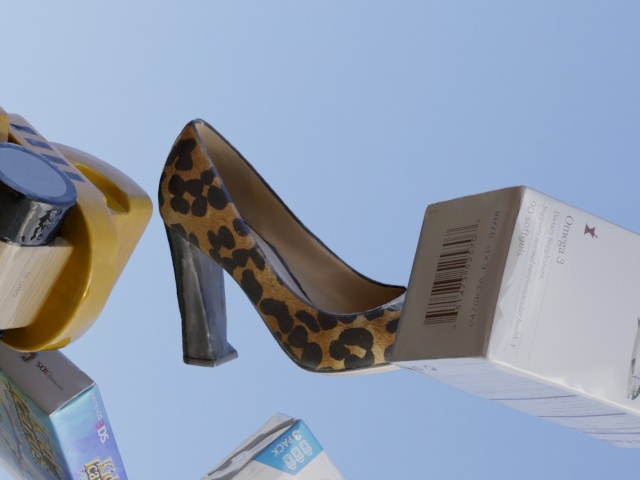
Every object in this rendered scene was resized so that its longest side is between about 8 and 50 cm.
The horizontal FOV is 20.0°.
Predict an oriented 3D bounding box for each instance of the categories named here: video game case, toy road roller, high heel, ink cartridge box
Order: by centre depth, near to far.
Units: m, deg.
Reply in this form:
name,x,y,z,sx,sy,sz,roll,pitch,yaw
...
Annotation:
name,x,y,z,sx,sy,sz,roll,pitch,yaw
high heel,0.000,0.000,1.320,0.261,0.093,0.186,-1,-79,25
ink cartridge box,-0.014,0.254,1.592,0.181,0.104,0.061,55,-18,-14
toy road roller,-0.312,-0.034,1.679,0.329,0.240,0.202,43,-67,28
video game case,-0.291,0.177,1.834,0.244,0.061,0.269,36,-29,35

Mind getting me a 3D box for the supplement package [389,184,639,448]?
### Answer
name,x,y,z,sx,sy,sz,roll,pitch,yaw
supplement package,0.150,0.049,1.069,0.105,0.179,0.105,-12,-119,60
